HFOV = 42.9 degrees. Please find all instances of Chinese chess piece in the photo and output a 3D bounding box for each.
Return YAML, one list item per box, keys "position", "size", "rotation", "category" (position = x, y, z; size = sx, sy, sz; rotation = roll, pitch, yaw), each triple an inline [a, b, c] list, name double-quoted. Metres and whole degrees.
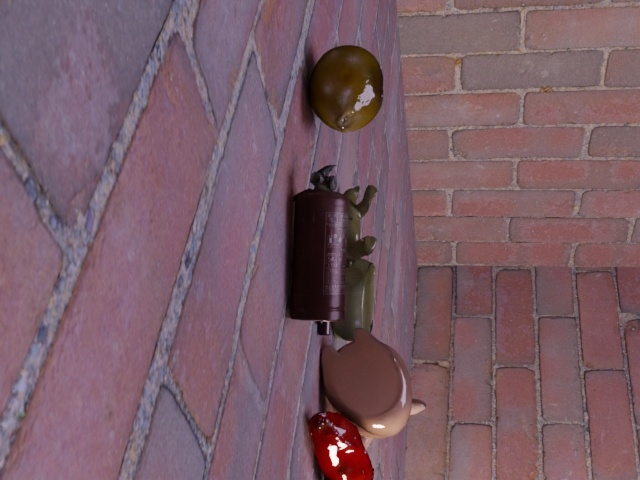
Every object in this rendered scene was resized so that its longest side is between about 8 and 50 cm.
- position: [0.074, 0.132, 1.831]
  size: [0.188, 0.083, 0.188]
  rotation: [4, 90, -79]
  category: "Chinese chess piece"

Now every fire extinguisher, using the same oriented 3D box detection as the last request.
- position: [0.004, 0.138, 1.612]
  size: [0.046, 0.032, 0.100]
  rotation: [5, 85, -45]
  category: "fire extinguisher"
- position: [0.000, 0.000, 1.379]
  size: [0.105, 0.105, 0.269]
  rotation: [15, 76, -79]
  category: "fire extinguisher"

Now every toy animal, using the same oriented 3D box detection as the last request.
- position: [0.098, 0.322, 1.731]
  size: [0.213, 0.195, 0.256]
  rotation: [53, -6, 18]
  category: "toy animal"
- position: [0.064, -0.038, 1.784]
  size: [0.101, 0.103, 0.218]
  rotation: [114, -20, -67]
  category: "toy animal"

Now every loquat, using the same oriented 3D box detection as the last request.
- position: [0.048, -0.277, 1.511]
  size: [0.195, 0.152, 0.152]
  rotation: [-90, 173, -48]
  category: "loquat"

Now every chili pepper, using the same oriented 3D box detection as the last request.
- position: [0.045, 0.437, 1.625]
  size: [0.387, 0.110, 0.110]
  rotation: [73, 20, -52]
  category: "chili pepper"
